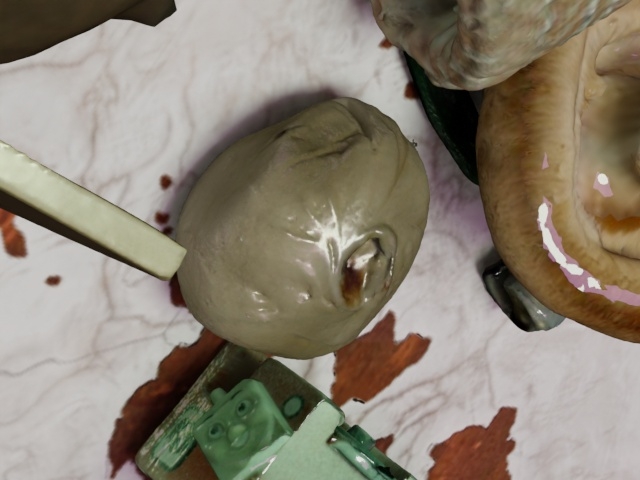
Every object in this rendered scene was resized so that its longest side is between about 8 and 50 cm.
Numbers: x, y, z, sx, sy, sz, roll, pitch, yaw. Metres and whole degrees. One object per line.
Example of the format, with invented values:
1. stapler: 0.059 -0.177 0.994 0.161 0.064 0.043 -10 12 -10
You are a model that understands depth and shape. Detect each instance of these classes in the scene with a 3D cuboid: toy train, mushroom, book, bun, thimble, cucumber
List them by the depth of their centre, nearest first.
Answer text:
1. book: -0.226 -0.067 0.894 0.217 0.310 0.021 32 82 -44
2. thimble: 0.090 -0.203 1.133 0.148 0.196 0.229 -32 162 -14
3. bun: 0.000 0.000 1.240 0.166 0.113 0.173 7 114 -40
4. cucumber: 0.080 -0.102 1.295 0.036 0.033 0.184 -28 130 -1
5. mushroom: 0.218 -0.063 1.318 0.278 0.146 0.278 4 81 -27
6. toy train: 0.014 0.199 1.348 0.129 0.159 0.326 -50 131 -5

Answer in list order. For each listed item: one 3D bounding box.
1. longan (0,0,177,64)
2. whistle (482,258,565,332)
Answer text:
1. longan: -0.160 -0.208 0.866 0.297 0.297 0.297 -19 127 -27
2. whistle: 0.253 -0.057 1.433 0.326 0.068 0.057 -41 176 -11
